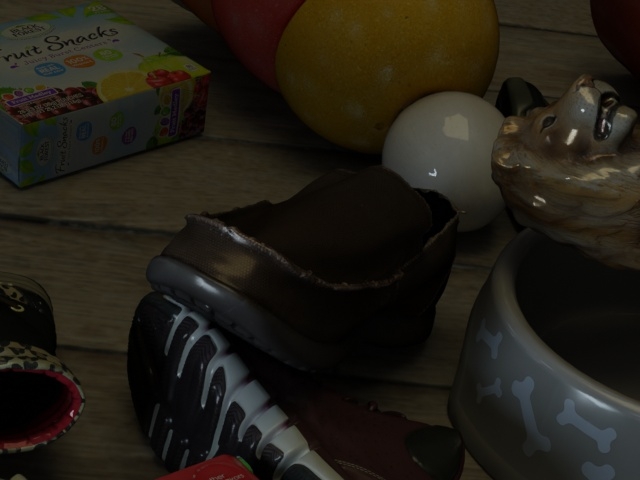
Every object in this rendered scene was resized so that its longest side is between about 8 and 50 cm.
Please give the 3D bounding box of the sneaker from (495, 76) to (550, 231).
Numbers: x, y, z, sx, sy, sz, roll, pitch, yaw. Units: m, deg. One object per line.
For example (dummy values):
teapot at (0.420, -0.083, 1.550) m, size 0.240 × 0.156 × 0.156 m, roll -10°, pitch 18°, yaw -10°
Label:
sneaker at (0.228, -0.064, 1.525) m, size 0.130 × 0.087 × 0.227 m, roll 1°, pitch 35°, yaw -15°

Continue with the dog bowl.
dog bowl at (0.269, 0.090, 1.263) m, size 0.349 × 0.102 × 0.349 m, roll 7°, pitch 31°, yaw -4°

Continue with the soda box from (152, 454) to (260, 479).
soda box at (-0.136, 0.213, 0.981) m, size 0.263 × 0.083 × 0.092 m, roll -17°, pitch 39°, yaw -35°

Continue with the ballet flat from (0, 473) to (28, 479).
ballet flat at (-0.212, 0.160, 1.075) m, size 0.168 × 0.057 × 0.052 m, roll 19°, pitch 36°, yaw 16°

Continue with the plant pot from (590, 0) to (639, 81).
plant pot at (0.409, -0.217, 1.671) m, size 0.272 × 0.272 × 0.265 m, roll -3°, pitch 25°, yaw -18°

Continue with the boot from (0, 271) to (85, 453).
boot at (-0.279, 0.077, 1.138) m, size 0.236 × 0.085 × 0.178 m, roll 0°, pitch 18°, yaw -21°

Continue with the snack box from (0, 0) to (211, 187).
snack box at (-0.234, -0.137, 1.546) m, size 0.207 × 0.070 × 0.174 m, roll -19°, pitch 41°, yaw -39°

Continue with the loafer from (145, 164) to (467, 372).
loafer at (0.000, 0.000, 1.192) m, size 0.134 × 0.130 × 0.366 m, roll 28°, pitch 10°, yaw 17°

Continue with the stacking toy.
stacking toy at (0.043, -0.195, 1.564) m, size 0.351 × 0.350 × 0.480 m, roll -6°, pitch 52°, yaw -22°

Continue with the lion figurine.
lion figurine at (0.308, -0.055, 1.314) m, size 0.240 × 0.142 × 0.392 m, roll 18°, pitch 17°, yaw 30°

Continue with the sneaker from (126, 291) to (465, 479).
sneaker at (-0.006, 0.130, 1.156) m, size 0.162 × 0.106 × 0.281 m, roll -4°, pitch 37°, yaw -39°
